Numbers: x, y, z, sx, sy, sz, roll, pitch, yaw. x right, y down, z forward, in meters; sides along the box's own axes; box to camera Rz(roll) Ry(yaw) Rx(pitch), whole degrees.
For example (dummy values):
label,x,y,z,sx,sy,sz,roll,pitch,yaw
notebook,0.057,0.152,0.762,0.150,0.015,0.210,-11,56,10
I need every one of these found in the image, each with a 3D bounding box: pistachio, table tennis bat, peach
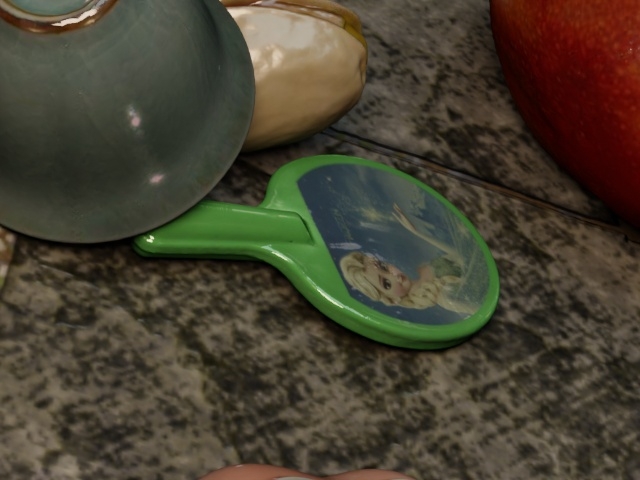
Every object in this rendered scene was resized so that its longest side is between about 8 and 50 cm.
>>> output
label,x,y,z,sx,sy,sz,roll,pitch,yaw
pistachio,-0.043,-0.111,1.242,0.149,0.113,0.113,-16,52,-4
table tennis bat,0.000,0.000,1.214,0.257,0.039,0.160,5,44,-28
peach,0.268,-0.148,1.332,0.307,0.308,0.332,15,57,-15

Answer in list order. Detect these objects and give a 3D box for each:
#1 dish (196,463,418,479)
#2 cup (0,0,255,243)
label,x,y,z,sx,sy,sz,roll,pitch,yaw
dish,0.012,0.185,0.990,0.213,0.090,0.213,16,42,-15
cup,-0.141,-0.116,1.107,0.199,0.150,0.199,-1,66,2
